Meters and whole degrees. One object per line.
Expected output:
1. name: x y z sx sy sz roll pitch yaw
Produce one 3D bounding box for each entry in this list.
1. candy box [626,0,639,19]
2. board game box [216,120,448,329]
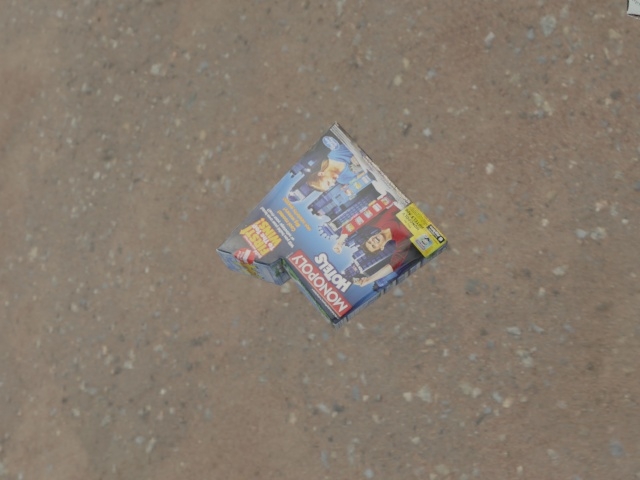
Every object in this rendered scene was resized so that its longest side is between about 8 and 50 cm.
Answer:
1. candy box: 0.316 -0.296 0.559 0.071 0.159 0.233 -124 21 -62
2. board game box: 0.000 0.000 0.803 0.194 0.060 0.194 -36 64 -7
